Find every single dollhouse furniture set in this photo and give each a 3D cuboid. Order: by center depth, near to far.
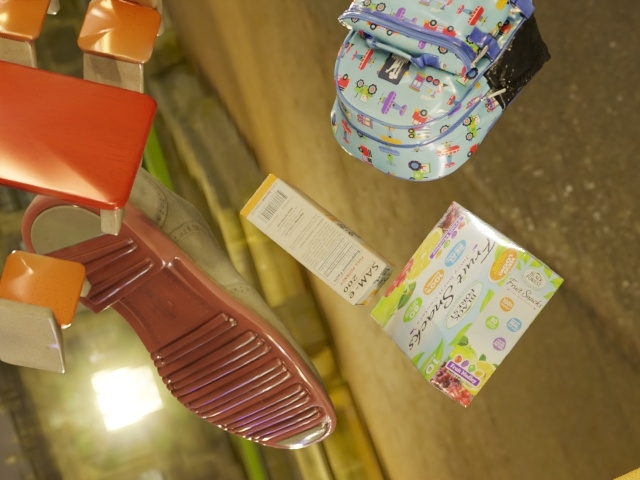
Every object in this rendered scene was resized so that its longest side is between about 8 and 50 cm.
[{"bbox_3d":[-0.235,-0.081,0.861,0.135,0.259,0.262,100,-178,-66],"label":"dollhouse furniture set"}]

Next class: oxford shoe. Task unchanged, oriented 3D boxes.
[{"bbox_3d":[-0.098,0.043,1.187,0.348,0.123,0.130,50,-150,-29],"label":"oxford shoe"}]

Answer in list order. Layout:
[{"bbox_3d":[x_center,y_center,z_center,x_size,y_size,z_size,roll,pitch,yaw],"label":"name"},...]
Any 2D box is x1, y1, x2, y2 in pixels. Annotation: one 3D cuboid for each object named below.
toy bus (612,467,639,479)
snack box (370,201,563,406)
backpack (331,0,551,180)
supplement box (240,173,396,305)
[{"bbox_3d":[0.204,0.149,0.593,0.333,0.108,0.130,133,147,-57],"label":"toy bus"},{"bbox_3d":[0.091,0.037,0.909,0.037,0.100,0.141,34,-175,-19],"label":"snack box"},{"bbox_3d":[0.083,-0.145,1.157,0.158,0.173,0.117,30,166,28],"label":"backpack"},{"bbox_3d":[0.000,0.000,0.929,0.098,0.036,0.062,39,-176,9],"label":"supplement box"}]
